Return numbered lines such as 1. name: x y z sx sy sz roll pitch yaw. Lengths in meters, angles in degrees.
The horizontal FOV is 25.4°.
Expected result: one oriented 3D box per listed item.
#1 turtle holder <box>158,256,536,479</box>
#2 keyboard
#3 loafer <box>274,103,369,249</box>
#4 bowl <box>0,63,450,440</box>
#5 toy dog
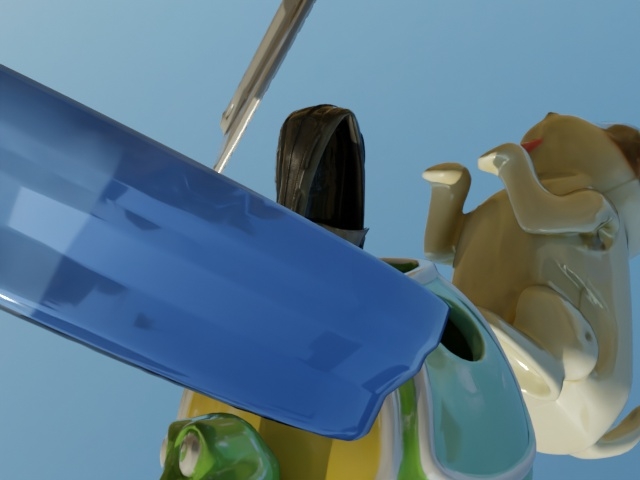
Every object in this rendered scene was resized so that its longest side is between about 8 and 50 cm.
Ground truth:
1. turtle holder: -0.003 0.137 0.931 0.320 0.227 0.243 -10 -170 -34
2. keyboard: -0.010 -0.146 0.856 0.072 0.014 0.256 -88 -156 -52
3. loafer: 0.000 0.000 1.158 0.078 0.076 0.223 0 -92 57
4. bowl: -0.132 -0.018 0.644 0.391 0.391 0.077 20 -97 58
5. toy dog: 0.297 0.025 1.720 0.408 0.395 0.284 -64 -170 -25
